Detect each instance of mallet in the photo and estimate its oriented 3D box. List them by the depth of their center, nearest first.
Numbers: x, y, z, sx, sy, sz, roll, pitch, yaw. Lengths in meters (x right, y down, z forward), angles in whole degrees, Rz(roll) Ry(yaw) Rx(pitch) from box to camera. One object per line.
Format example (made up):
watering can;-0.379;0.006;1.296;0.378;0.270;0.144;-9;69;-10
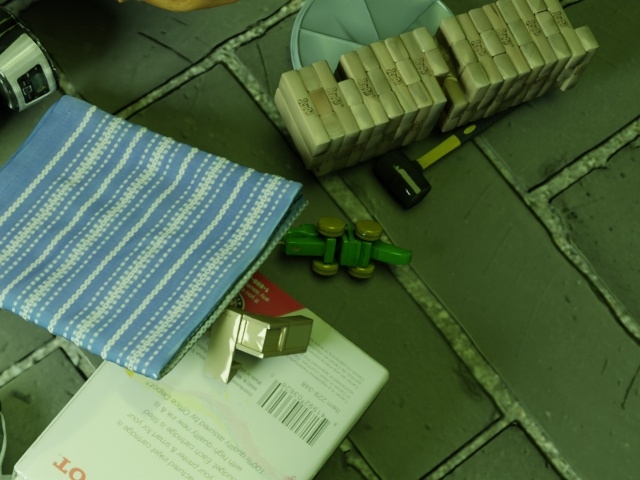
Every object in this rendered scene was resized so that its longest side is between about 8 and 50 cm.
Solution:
mallet;0.146;-0.097;1.904;0.189;0.039;0.062;-27;75;-24

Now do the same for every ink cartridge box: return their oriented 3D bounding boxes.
ink cartridge box;-0.116;0.188;1.684;0.226;0.131;0.306;38;67;5

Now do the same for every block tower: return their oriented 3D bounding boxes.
block tower;0.119;-0.169;1.856;0.335;0.091;0.097;-19;71;-19

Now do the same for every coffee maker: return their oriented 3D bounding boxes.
coffee maker;-0.380;-0.163;1.776;0.171;0.120;0.178;44;67;8

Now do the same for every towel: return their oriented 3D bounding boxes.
towel;-0.204;-0.014;1.705;0.336;0.040;0.243;22;62;35

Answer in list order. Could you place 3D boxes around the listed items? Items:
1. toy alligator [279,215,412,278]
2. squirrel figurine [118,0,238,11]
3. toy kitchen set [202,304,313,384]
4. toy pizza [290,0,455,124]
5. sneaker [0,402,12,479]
toy alligator;0.000;0.000;1.828;0.189;0.056;0.051;5;26;-8
squirrel figurine;-0.275;-0.330;1.737;0.370;0.397;0.281;-10;88;-14
toy kitchen set;-0.067;0.096;1.650;0.083;0.075;0.068;19;102;32
toy pizza;0.065;-0.200;1.928;0.201;0.032;0.201;4;67;-10
sneaker;-0.376;0.166;1.675;0.132;0.086;0.229;-39;91;-27
